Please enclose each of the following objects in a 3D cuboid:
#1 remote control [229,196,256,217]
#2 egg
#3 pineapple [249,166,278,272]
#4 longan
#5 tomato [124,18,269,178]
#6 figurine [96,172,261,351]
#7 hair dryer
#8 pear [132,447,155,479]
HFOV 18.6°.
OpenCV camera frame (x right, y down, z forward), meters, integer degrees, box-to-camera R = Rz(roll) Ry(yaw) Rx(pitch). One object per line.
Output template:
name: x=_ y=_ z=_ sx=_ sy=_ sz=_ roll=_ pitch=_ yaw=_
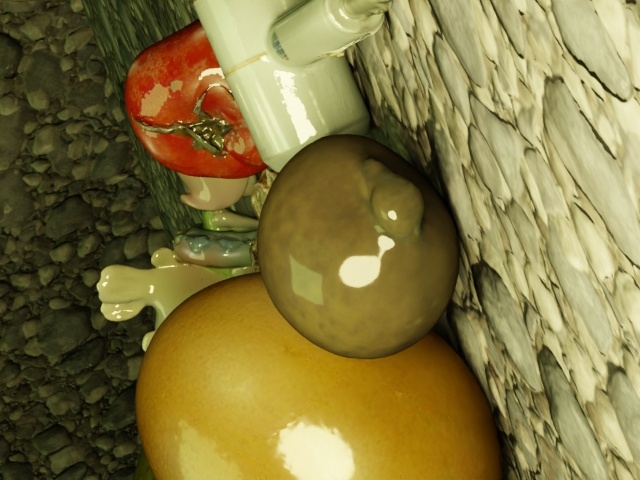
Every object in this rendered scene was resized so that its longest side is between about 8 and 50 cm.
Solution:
remote control: x=-0.086 y=-0.013 z=2.542 sx=0.103 sy=0.055 sz=0.277 roll=-134 pitch=23 yaw=-67
egg: x=-0.003 y=0.178 z=1.746 sx=0.351 sy=0.283 sz=0.282 roll=31 pitch=161 yaw=12
pineapple: x=0.000 y=0.000 z=1.914 sx=0.236 sy=0.114 sz=0.186 roll=98 pitch=148 yaw=-67
longan: x=0.033 y=0.001 z=1.579 sx=0.185 sy=0.159 sz=0.204 roll=66 pitch=156 yaw=11
tomato: x=-0.104 y=-0.143 z=1.981 sx=0.151 sy=0.187 sz=0.187 roll=-83 pitch=-21 yaw=-57
figurine: x=-0.133 y=0.006 z=2.327 sx=0.226 sy=0.274 sz=0.394 roll=-151 pitch=56 yaw=-70
hair dryer: x=0.002 y=-0.161 z=1.595 sx=0.173 sy=0.107 sz=0.357 roll=65 pitch=165 yaw=-3
pear: x=-0.086 y=0.340 z=2.525 sx=0.413 sy=0.352 sz=0.352 roll=-76 pitch=-30 yaw=-62
